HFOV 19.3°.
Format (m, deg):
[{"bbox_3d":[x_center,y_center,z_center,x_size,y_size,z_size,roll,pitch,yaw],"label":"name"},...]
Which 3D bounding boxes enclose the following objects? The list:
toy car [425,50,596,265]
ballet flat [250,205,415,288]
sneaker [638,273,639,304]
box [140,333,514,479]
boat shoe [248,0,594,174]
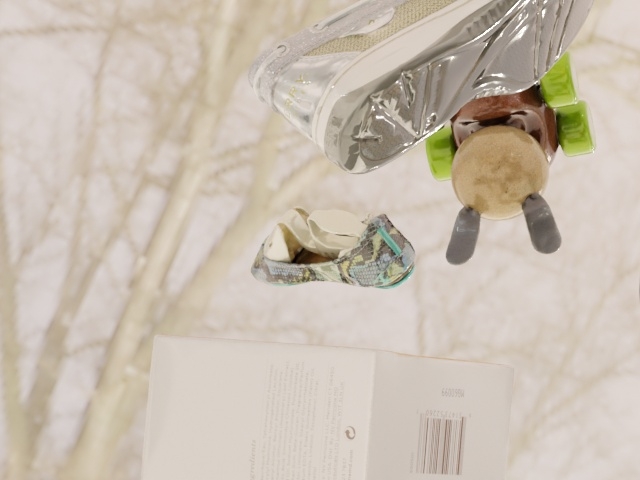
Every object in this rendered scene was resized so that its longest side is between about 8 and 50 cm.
[{"bbox_3d":[0.165,-0.058,1.696,0.155,0.188,0.149,-10,-36,15],"label":"toy car"},{"bbox_3d":[0.000,0.000,1.515,0.188,0.070,0.070,-2,-33,48],"label":"ballet flat"},{"bbox_3d":[0.260,-0.012,1.197,0.102,0.293,0.146,-5,-51,20],"label":"sneaker"},{"bbox_3d":[0.003,0.106,1.074,0.170,0.091,0.130,2,-5,40],"label":"box"},{"bbox_3d":[0.091,-0.155,1.347,0.103,0.320,0.118,36,-39,26],"label":"boat shoe"}]
